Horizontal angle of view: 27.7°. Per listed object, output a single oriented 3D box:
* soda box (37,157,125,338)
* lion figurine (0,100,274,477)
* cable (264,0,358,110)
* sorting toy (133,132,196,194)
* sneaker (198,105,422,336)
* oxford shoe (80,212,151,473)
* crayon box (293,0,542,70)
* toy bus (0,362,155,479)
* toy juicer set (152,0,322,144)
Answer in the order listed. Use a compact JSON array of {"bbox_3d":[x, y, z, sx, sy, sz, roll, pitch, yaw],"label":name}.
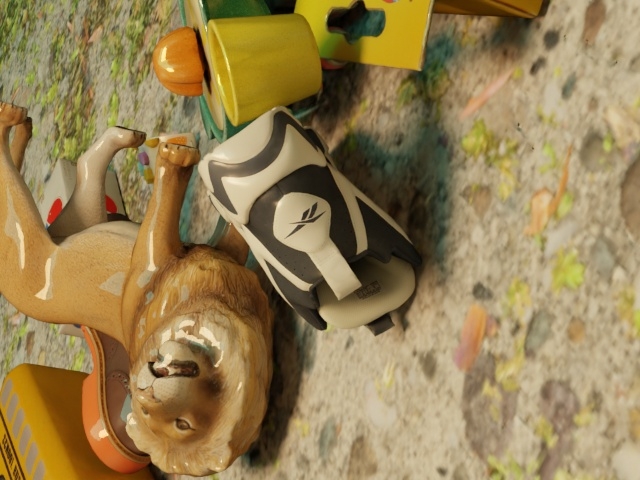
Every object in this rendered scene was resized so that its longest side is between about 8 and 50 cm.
[{"bbox_3d":[-0.243,0.008,1.355,0.074,0.069,0.216,-60,33,28],"label":"soda box"},{"bbox_3d":[-0.170,0.028,1.070,0.392,0.142,0.240,18,97,47],"label":"lion figurine"},{"bbox_3d":[-0.029,-0.169,1.081,0.287,0.072,0.139,176,89,-74],"label":"cable"},{"bbox_3d":[-0.153,-0.063,1.260,0.083,0.045,0.075,-2,96,62],"label":"sorting toy"},{"bbox_3d":[0.000,0.000,0.885,0.153,0.094,0.235,56,175,5],"label":"sneaker"},{"bbox_3d":[-0.159,0.073,1.173,0.098,0.097,0.271,-35,50,25],"label":"oxford shoe"},{"bbox_3d":[0.086,-0.261,0.846,0.202,0.081,0.318,25,100,62],"label":"crayon box"},{"bbox_3d":[-0.220,0.240,1.173,0.333,0.108,0.130,41,113,60],"label":"toy bus"},{"bbox_3d":[-0.088,-0.172,0.947,0.329,0.090,0.209,169,86,-80],"label":"toy juicer set"}]
